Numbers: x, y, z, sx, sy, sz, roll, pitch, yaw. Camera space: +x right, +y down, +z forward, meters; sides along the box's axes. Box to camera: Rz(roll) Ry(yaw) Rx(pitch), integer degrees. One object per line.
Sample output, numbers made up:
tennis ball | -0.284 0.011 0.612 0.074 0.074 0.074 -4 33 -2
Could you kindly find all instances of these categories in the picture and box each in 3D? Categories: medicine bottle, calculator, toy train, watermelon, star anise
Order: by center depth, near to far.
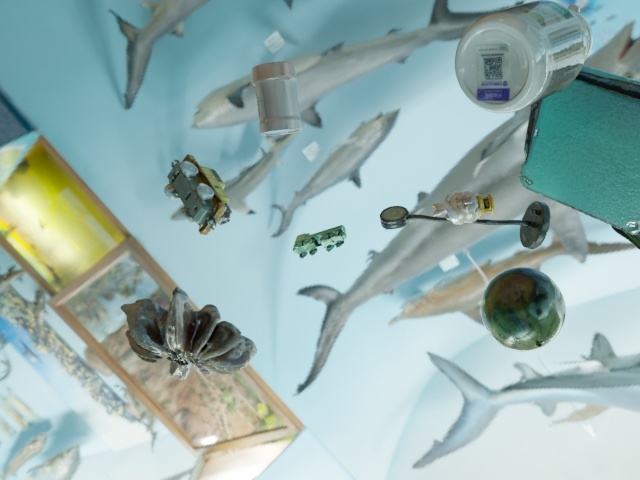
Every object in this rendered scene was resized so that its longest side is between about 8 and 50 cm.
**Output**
medicine bottle | 0.299 -0.267 0.942 0.215 0.135 0.135 -29 -178 -40
toy train | 0.000 0.000 1.033 0.092 0.029 0.045 -18 -152 21
star anise | -0.208 0.158 1.058 0.229 0.236 0.093 129 -27 -49
calculator | 0.471 -0.159 1.116 0.248 0.274 0.058 27 -128 29
toy train | -0.261 -0.101 1.469 0.127 0.219 0.089 9 127 -51
watermelon | 0.576 0.197 1.895 0.242 0.242 0.242 -38 -168 9

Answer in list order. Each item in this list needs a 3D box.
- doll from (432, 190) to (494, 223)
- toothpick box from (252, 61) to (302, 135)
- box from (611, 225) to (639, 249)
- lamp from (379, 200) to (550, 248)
doll | 0.303 -0.074 1.413 0.127 0.073 0.084 -6 166 0
toothpick box | -0.097 -0.317 1.494 0.099 0.148 0.098 -7 -178 0
box | 0.791 -0.064 1.495 0.346 0.134 0.097 -13 133 -40
lamp | 0.327 -0.021 1.517 0.372 0.108 0.130 -7 -145 5
